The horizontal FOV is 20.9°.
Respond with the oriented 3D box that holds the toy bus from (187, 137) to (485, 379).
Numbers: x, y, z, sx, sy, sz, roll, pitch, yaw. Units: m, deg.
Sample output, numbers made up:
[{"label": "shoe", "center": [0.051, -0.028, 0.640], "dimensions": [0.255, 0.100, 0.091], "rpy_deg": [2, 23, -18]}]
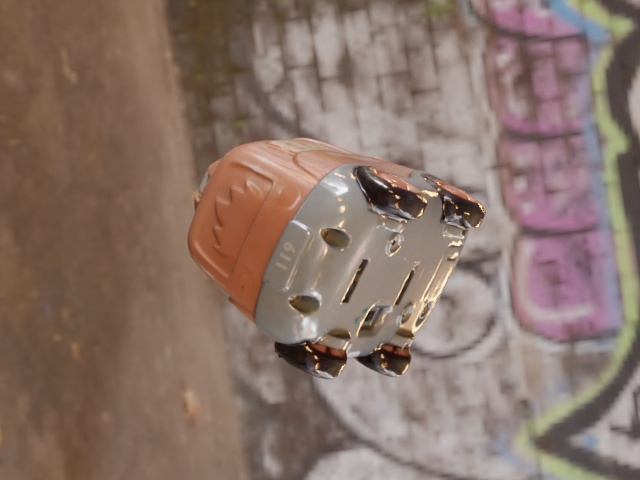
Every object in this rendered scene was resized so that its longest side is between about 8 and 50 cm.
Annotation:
[{"label": "toy bus", "center": [0.000, 0.000, 1.647], "dimensions": [0.288, 0.232, 0.194], "rpy_deg": [2, 114, -62]}]
